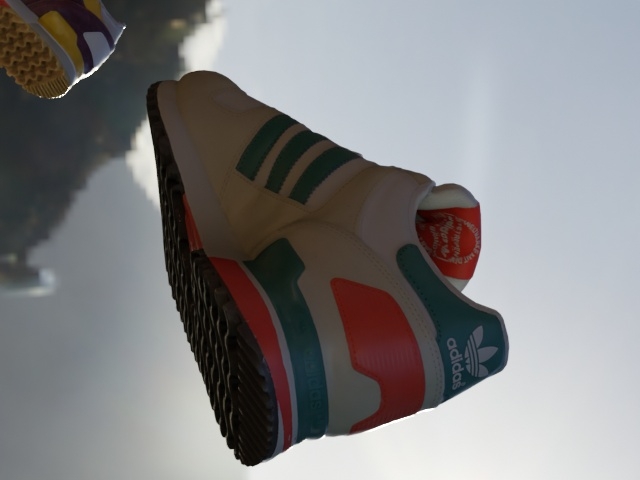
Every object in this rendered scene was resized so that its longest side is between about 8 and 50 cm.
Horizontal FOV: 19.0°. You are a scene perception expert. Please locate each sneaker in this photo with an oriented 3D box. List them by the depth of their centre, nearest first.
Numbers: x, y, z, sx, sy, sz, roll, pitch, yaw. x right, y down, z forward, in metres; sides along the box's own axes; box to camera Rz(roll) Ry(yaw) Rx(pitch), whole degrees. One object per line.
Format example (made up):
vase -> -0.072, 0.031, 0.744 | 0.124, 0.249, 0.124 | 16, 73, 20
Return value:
sneaker -> 0.000, 0.000, 0.499 | 0.161, 0.075, 0.057 | -116, -161, -60
sneaker -> -0.200, -0.183, 1.221 | 0.069, 0.084, 0.185 | -13, -63, 45
